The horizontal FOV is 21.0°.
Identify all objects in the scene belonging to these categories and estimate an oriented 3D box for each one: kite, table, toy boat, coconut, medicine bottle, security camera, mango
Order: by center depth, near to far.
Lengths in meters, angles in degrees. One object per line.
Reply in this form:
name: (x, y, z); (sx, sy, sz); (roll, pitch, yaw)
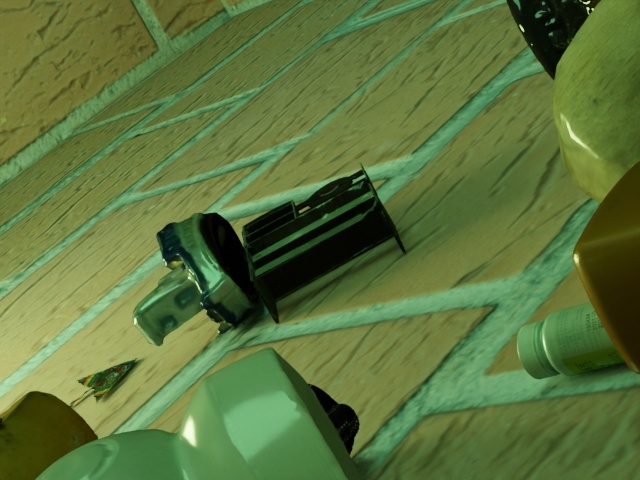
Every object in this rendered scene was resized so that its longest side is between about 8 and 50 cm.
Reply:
security camera: (-0.078, 0.196, 1.006); (0.236, 0.195, 0.194); (-33, 15, -1)
medicine bottle: (0.292, -0.008, 1.108); (0.222, 0.112, 0.149); (-18, 19, 39)
medicine bottle: (0.182, 0.068, 1.197); (0.083, 0.047, 0.047); (-20, 18, 36)
mango: (-0.244, 0.238, 1.237); (0.187, 0.138, 0.257); (-58, 6, 42)
coconut: (0.286, -0.116, 1.324); (0.224, 0.224, 0.224); (-28, 15, 8)
table: (0.000, 0.000, 1.740); (0.146, 0.062, 0.175); (-29, 16, 4)
toy boat: (-0.135, 0.042, 1.764); (0.115, 0.114, 0.262); (-33, 14, 6)
kite: (-0.229, 0.148, 1.804); (0.090, 0.004, 0.122); (-35, 15, -16)

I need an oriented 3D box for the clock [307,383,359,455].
clock: (-0.075, 0.181, 1.224); (0.194, 0.100, 0.195); (-23, 9, 26)

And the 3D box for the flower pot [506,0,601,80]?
flower pot: (0.332, -0.263, 1.647); (0.267, 0.266, 0.266); (-34, 11, 29)
